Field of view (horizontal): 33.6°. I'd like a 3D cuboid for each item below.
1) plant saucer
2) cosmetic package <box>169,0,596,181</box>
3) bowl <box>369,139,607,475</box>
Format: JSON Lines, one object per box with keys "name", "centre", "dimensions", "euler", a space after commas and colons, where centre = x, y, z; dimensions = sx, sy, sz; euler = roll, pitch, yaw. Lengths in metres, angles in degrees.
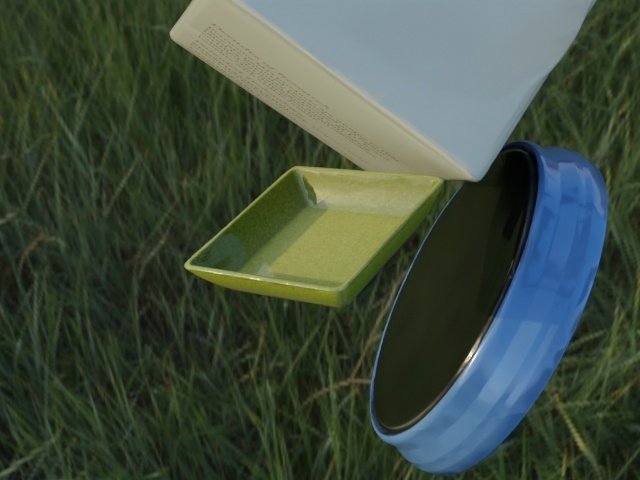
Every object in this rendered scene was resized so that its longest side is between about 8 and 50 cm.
{"name": "plant saucer", "centre": [0.000, 0.000, 1.003], "dimensions": [0.188, 0.045, 0.188], "euler": [7, 38, 37]}
{"name": "cosmetic package", "centre": [0.070, -0.286, 1.169], "dimensions": [0.327, 0.394, 0.329], "euler": [34, 85, -13]}
{"name": "bowl", "centre": [0.171, 0.065, 1.178], "dimensions": [0.077, 0.391, 0.391], "euler": [26, 49, -10]}
